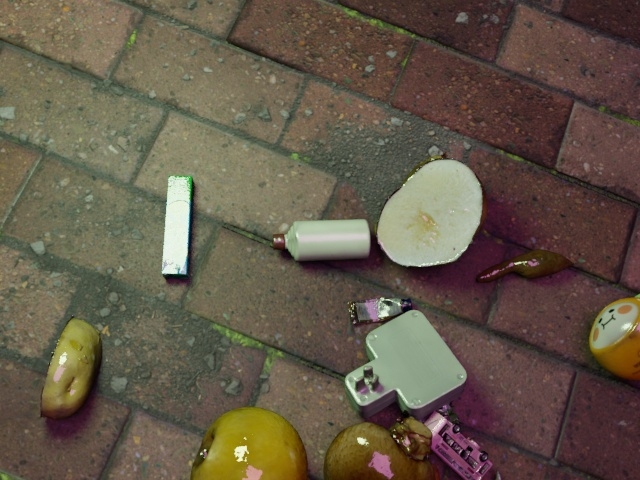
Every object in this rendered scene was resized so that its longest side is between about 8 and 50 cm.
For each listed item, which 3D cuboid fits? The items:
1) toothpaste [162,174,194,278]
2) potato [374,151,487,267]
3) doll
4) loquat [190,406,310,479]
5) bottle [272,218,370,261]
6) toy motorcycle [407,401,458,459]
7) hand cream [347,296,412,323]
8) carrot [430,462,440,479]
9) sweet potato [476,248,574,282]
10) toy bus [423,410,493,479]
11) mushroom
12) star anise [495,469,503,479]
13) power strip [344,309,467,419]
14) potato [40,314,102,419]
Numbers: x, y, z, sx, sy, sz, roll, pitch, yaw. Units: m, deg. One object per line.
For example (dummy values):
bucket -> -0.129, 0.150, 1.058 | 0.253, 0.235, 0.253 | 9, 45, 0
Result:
toothpaste -> -0.363, -0.035, 1.695 | 0.065, 0.050, 0.267 | 1, 73, -2
potato -> 0.294, -0.065, 1.707 | 0.246, 0.196, 0.300 | 45, 103, 11
doll -> 0.785, 0.230, 1.669 | 0.213, 0.214, 0.236 | 21, 30, 1
loquat -> -0.142, 0.511, 1.445 | 0.274, 0.275, 0.275 | 1, 73, -5
bottle -> 0.000, 0.000, 1.692 | 0.245, 0.104, 0.104 | -3, 74, -6
toy motorcycle -> 0.268, 0.454, 1.605 | 0.106, 0.074, 0.190 | 46, 75, -1
hand cream -> 0.153, 0.174, 1.693 | 0.163, 0.039, 0.062 | -7, 76, -1
carrot -> 0.257, 0.607, 1.544 | 0.060, 0.060, 0.186 | -9, 89, -8
sweet potato -> 0.541, 0.065, 1.741 | 0.269, 0.075, 0.075 | -9, 75, -4
toy bus -> 0.316, 0.486, 1.556 | 0.203, 0.063, 0.090 | 45, 82, -21
mushroom -> 0.137, 0.514, 1.466 | 0.263, 0.195, 0.283 | 26, 97, 1
star anise -> 0.449, 0.644, 1.564 | 0.204, 0.061, 0.181 | 14, 72, -1
power strip -> 0.184, 0.305, 1.576 | 0.261, 0.141, 0.229 | -26, 56, -12
potato -> -0.570, 0.294, 1.534 | 0.098, 0.138, 0.243 | 11, 75, -7
